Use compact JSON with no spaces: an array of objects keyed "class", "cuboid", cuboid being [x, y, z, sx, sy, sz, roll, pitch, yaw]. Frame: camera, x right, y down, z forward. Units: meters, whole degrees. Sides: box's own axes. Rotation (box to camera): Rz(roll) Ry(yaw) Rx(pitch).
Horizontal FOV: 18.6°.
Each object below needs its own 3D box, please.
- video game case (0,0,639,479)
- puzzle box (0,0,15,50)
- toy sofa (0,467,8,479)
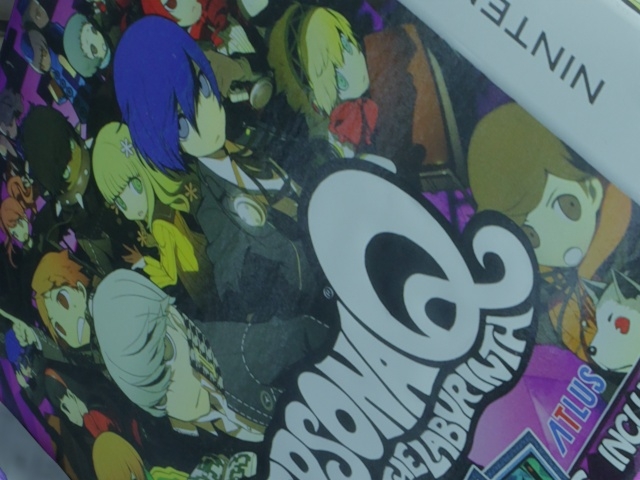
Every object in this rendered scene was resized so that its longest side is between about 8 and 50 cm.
[{"class":"video game case","cuboid":[0.000,0.000,0.473,0.210,0.042,0.232,45,132,23]},{"class":"puzzle box","cuboid":[-0.143,-0.274,0.590,0.272,0.052,0.408,16,100,25]},{"class":"toy sofa","cuboid":[-0.009,0.189,0.414,0.362,0.150,0.177,39,102,37]}]
